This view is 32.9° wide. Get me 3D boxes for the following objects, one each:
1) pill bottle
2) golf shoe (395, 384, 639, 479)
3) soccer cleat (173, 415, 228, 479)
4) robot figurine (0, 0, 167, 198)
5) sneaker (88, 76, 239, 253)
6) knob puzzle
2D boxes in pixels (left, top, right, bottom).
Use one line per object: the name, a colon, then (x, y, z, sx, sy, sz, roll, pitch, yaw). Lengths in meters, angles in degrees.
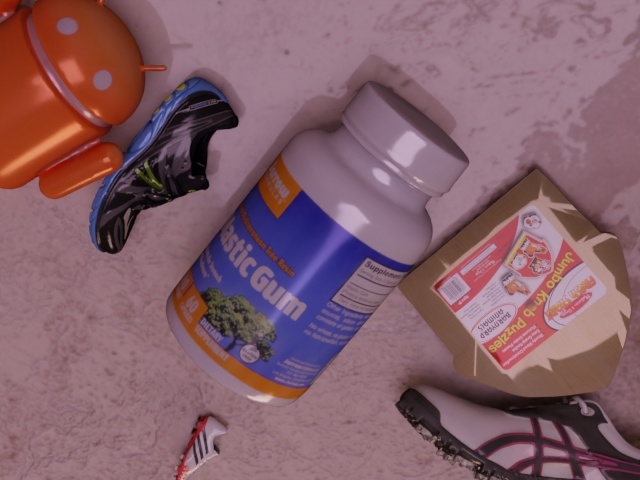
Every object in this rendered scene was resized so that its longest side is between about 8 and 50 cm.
pill bottle: (0.000, 0.000, 0.944, 0.152, 0.152, 0.272, 36, 106, -9)
golf shoe: (0.204, 0.192, 1.040, 0.273, 0.105, 0.120, 28, 82, -4)
soccer cleat: (-0.120, 0.214, 1.086, 0.035, 0.029, 0.083, 24, 103, -1)
robot figurine: (-0.245, -0.129, 0.928, 0.219, 0.158, 0.128, -29, 146, 12)
sneaker: (-0.143, -0.057, 0.978, 0.078, 0.067, 0.188, 39, 103, -3)
knob puzzle: (0.199, 0.059, 1.003, 0.213, 0.030, 0.213, 1, 97, 11)
